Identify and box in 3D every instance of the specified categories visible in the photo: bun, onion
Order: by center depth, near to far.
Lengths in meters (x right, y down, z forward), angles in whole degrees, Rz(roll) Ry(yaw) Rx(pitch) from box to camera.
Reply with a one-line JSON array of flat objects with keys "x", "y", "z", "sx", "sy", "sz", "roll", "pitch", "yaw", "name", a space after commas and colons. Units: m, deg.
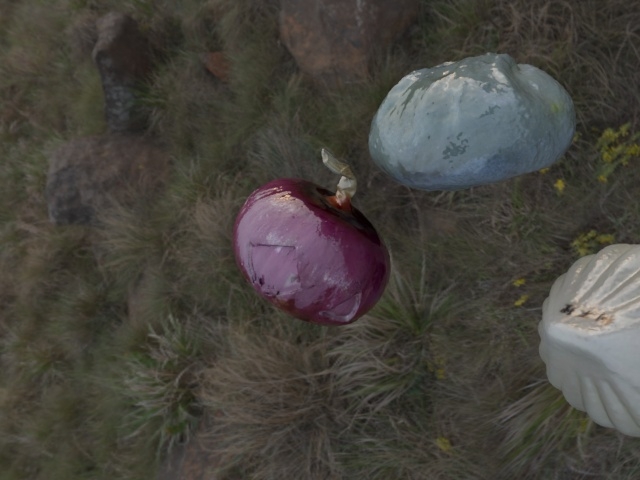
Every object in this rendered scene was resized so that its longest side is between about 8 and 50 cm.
[{"x": -0.006, "y": 0.009, "z": 0.599, "sx": 0.153, "sy": 0.177, "sz": 0.177, "roll": -36, "pitch": 57, "yaw": -2, "name": "onion"}, {"x": 0.377, "y": 0.124, "z": 0.730, "sx": 0.263, "sy": 0.174, "sz": 0.264, "roll": -21, "pitch": 65, "yaw": 55, "name": "bun"}, {"x": 0.251, "y": -0.206, "z": 0.985, "sx": 0.361, "sy": 0.361, "sz": 0.212, "roll": -7, "pitch": 100, "yaw": 36, "name": "bun"}]
